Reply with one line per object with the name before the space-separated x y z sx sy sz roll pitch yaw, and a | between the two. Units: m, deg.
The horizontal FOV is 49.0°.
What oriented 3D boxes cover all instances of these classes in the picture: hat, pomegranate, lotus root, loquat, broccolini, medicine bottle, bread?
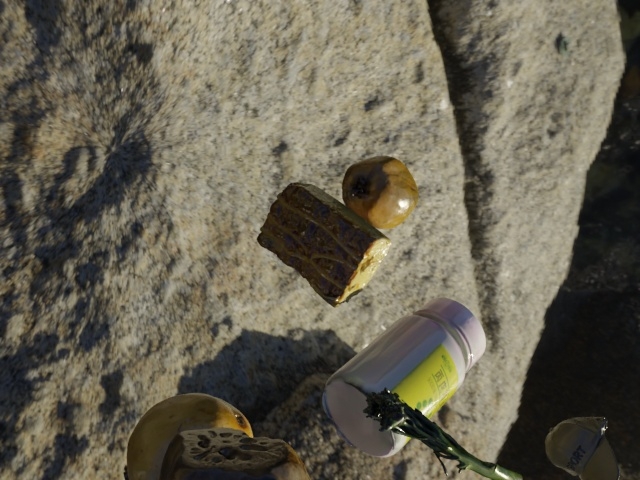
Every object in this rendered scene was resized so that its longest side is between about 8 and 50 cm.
hat | 0.482 0.412 1.303 0.084 0.175 0.147 11 119 -3
pomegranate | -0.284 0.477 1.557 0.307 0.307 0.308 -2 97 -16
lotus root | -0.131 0.432 1.157 0.316 0.316 0.250 -8 105 -15
loquat | 0.148 -0.125 1.788 0.234 0.187 0.176 -8 142 -50
broccolini | 0.162 0.267 0.933 0.271 0.123 0.062 32 101 -22
medicine bottle | 0.198 0.299 1.593 0.378 0.213 0.214 -34 107 -37
bread | 0.000 0.000 1.570 0.114 0.274 0.185 9 115 -56
